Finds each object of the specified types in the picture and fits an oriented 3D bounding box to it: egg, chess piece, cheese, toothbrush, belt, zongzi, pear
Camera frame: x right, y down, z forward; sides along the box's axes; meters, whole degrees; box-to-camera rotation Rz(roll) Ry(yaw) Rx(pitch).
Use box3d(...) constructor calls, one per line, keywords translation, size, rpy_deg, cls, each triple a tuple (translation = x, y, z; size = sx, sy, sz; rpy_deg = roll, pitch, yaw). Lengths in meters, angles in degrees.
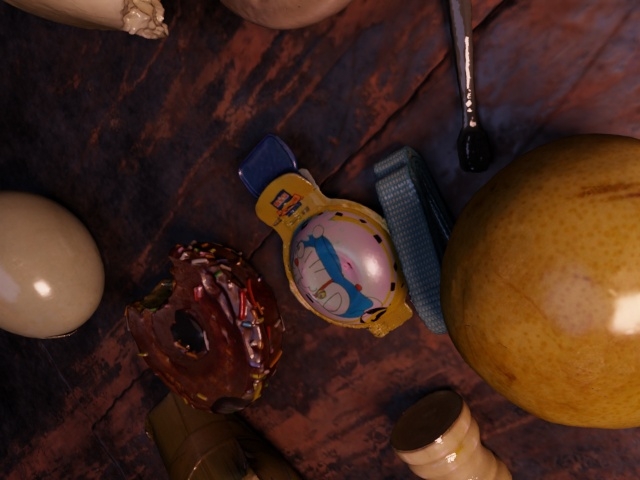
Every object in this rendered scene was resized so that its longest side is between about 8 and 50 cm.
box3d(translation=(-0.431, 0.031, 0.793), size=(0.253, 0.186, 0.186), rpy_deg=(51, 125, 11), cls="egg")
box3d(translation=(0.164, 0.265, 0.571), size=(0.090, 0.090, 0.200), rpy_deg=(-28, 101, 36), cls="chess piece")
box3d(translation=(0.000, 0.000, 0.582), size=(0.250, 0.064, 0.156), rpy_deg=(51, 124, 5), cls="cheese")
box3d(translation=(0.119, -0.204, 0.460), size=(0.030, 0.030, 0.298), rpy_deg=(-8, 102, 8), cls="toothbrush")
box3d(translation=(0.109, -0.003, 0.518), size=(0.065, 0.100, 0.179), rpy_deg=(-26, 76, 37), cls="belt")
box3d(translation=(-0.096, 0.341, 0.763), size=(0.260, 0.123, 0.289), rpy_deg=(32, 168, 50), cls="zongzi")
box3d(translation=(0.188, 0.034, 0.387), size=(0.208, 0.209, 0.209), rpy_deg=(11, 112, 29), cls="pear")

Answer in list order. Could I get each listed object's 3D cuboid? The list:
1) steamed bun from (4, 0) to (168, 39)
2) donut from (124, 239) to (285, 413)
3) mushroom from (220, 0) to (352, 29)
box3d(translation=(-0.244, -0.312, 0.491), size=(0.290, 0.273, 0.273), rpy_deg=(-149, 43, -69), cls="steamed bun")
box3d(translation=(-0.138, 0.110, 0.691), size=(0.216, 0.096, 0.230), rpy_deg=(42, 123, 11), cls="donut")
box3d(translation=(-0.050, -0.276, 0.429), size=(0.207, 0.215, 0.208), rpy_deg=(18, 125, 28), cls="mushroom")
